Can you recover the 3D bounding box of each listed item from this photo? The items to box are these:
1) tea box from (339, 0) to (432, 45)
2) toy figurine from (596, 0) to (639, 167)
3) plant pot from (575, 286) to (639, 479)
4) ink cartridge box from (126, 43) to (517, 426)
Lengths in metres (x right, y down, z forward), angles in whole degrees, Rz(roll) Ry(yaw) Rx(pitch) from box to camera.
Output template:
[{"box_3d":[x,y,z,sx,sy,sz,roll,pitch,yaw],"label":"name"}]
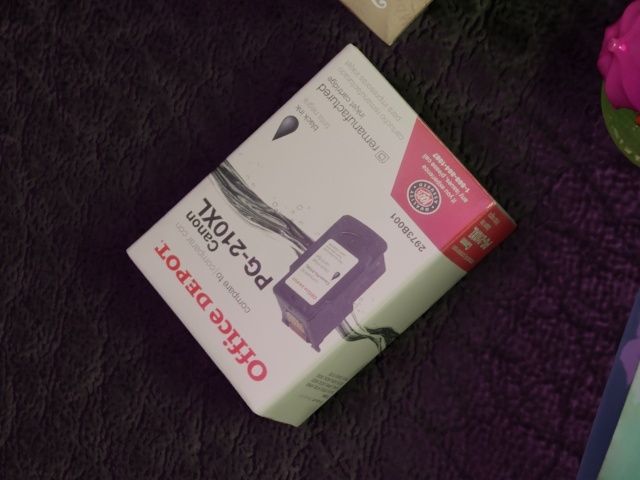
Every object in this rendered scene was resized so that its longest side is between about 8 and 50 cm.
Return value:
[{"box_3d":[0.007,-0.333,1.146,0.329,0.323,0.220,43,103,-7],"label":"tea box"},{"box_3d":[0.260,-0.115,1.160,0.173,0.159,0.130,1,85,23],"label":"toy figurine"},{"box_3d":[0.306,0.106,1.060,0.235,0.293,0.293,20,93,8],"label":"plant pot"},{"box_3d":[0.000,0.000,1.276,0.237,0.100,0.172,-42,72,5],"label":"ink cartridge box"}]
